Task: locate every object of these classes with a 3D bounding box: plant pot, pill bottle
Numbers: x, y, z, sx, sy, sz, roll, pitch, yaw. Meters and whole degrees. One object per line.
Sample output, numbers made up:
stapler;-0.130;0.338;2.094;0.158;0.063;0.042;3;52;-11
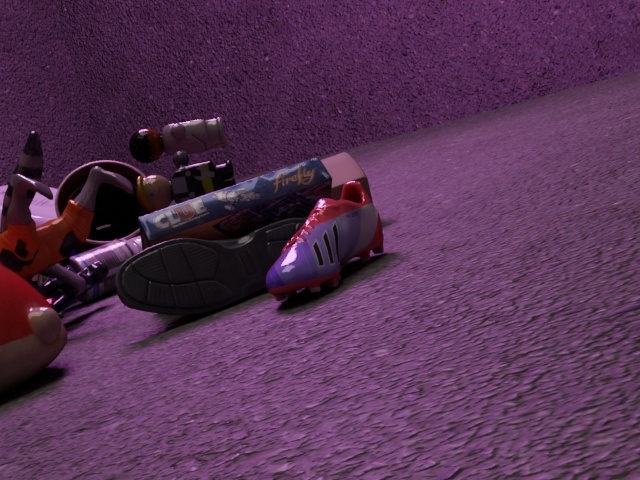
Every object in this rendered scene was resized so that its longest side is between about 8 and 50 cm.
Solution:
plant pot;-0.365;-0.025;2.195;0.167;0.167;0.165;-19;-27;-15
pill bottle;-0.337;0.043;2.053;0.137;0.078;0.078;-22;8;-35
plant pot;0.023;-0.058;1.880;0.109;0.109;0.096;-20;19;-19

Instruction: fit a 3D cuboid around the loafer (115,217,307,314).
loafer;-0.122;0.043;1.549;0.268;0.096;0.084;-13;-15;-21

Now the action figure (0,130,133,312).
action figure;-0.404;0.020;1.764;0.330;0.178;0.341;-50;-3;21

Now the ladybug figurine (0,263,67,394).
ladybug figurine;-0.499;0.124;1.447;0.449;0.161;0.305;-16;7;14

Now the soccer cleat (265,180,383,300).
soccer cleat;0.000;0.000;1.464;0.083;0.095;0.248;-14;7;30

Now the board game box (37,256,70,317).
board game box;-0.429;0.046;2.041;0.030;0.136;0.260;9;0;-17

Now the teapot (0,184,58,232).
teapot;-0.610;0.002;2.698;0.256;0.187;0.252;-2;23;-40

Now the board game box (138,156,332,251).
board game box;-0.106;-0.006;1.624;0.243;0.042;0.165;-19;-32;-16

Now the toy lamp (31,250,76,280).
toy lamp;-0.584;0.072;2.469;0.275;0.080;0.080;-12;8;26

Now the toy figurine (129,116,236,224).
toy figurine;-0.187;-0.052;1.752;0.148;0.209;0.213;-11;39;-4
